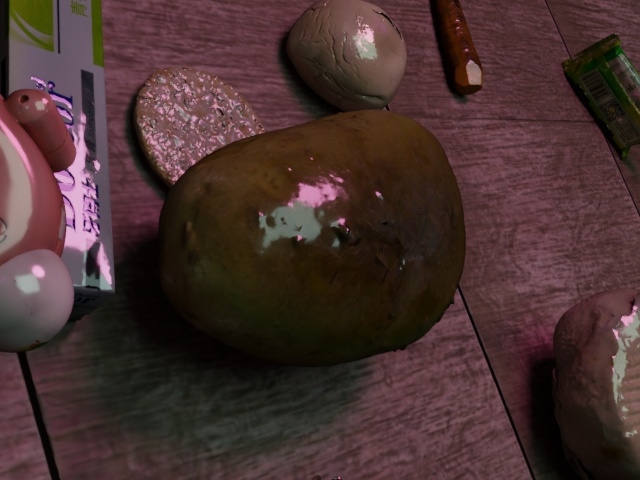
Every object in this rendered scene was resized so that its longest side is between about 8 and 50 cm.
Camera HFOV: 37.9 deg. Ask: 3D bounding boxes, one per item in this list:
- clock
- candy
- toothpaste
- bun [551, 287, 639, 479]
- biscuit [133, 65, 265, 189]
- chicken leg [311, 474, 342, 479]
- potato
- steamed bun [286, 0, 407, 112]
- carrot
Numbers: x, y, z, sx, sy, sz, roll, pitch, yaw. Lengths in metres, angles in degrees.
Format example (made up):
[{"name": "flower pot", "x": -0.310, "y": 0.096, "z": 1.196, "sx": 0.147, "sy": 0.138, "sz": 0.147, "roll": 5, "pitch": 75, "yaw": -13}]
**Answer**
[{"name": "clock", "x": -0.230, "y": -0.009, "z": 0.559, "sx": 0.166, "sy": 0.092, "sz": 0.162, "roll": -1, "pitch": 68, "yaw": 0}, {"name": "candy", "x": 0.441, "y": -0.211, "z": 1.372, "sx": 0.178, "sy": 0.102, "sz": 0.032, "roll": 53, "pitch": 46, "yaw": -8}, {"name": "toothpaste", "x": -0.208, "y": -0.109, "z": 0.705, "sx": 0.081, "sy": 0.067, "sz": 0.336, "roll": 11, "pitch": 60, "yaw": -37}, {"name": "bun", "x": 0.343, "y": 0.171, "z": 1.021, "sx": 0.239, "sy": 0.141, "sz": 0.239, "roll": 6, "pitch": 78, "yaw": -30}, {"name": "biscuit", "x": -0.102, "y": -0.089, "z": 0.831, "sx": 0.152, "sy": 0.020, "sz": 0.152, "roll": 23, "pitch": 52, "yaw": -33}, {"name": "chicken leg", "x": -0.020, "y": 0.245, "z": 0.686, "sx": 0.196, "sy": 0.080, "sz": 0.125, "roll": -9, "pitch": 63, "yaw": -39}, {"name": "potato", "x": 0.000, "y": 0.000, "z": 0.762, "sx": 0.308, "sy": 0.173, "sz": 0.210, "roll": -11, "pitch": 94, "yaw": -45}, {"name": "steamed bun", "x": 0.035, "y": -0.195, "z": 0.972, "sx": 0.130, "sy": 0.091, "sz": 0.112, "roll": 44, "pitch": 46, "yaw": -18}, {"name": "carrot", "x": 0.173, "y": -0.263, "z": 1.186, "sx": 0.042, "sy": 0.042, "sz": 0.170, "roll": 13, "pitch": 57, "yaw": -40}]
